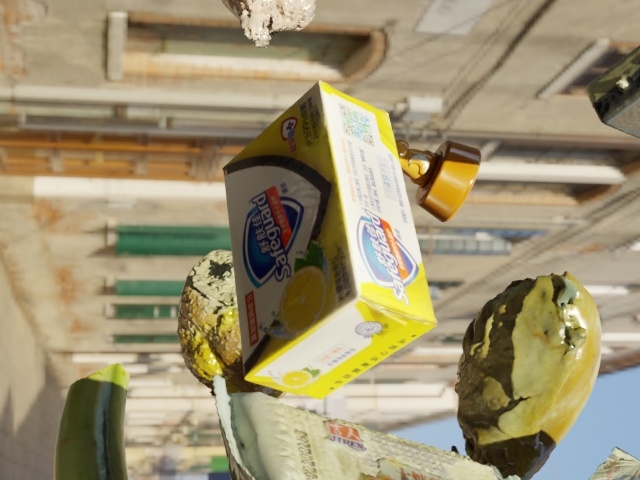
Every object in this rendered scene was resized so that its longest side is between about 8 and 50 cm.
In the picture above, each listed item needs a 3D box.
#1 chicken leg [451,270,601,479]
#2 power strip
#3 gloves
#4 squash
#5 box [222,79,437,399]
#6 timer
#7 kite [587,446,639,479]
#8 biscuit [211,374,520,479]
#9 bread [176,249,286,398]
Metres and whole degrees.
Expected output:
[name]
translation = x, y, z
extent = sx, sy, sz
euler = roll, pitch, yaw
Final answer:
[chicken leg]
translation = 0.220, 0.239, 1.306
extent = 0.201, 0.152, 0.430
euler = 17, -91, 58
[power strip]
translation = 0.456, -0.179, 1.424
extent = 0.105, 0.256, 0.070
euler = -41, -126, 34
[gloves]
translation = -0.027, -0.214, 0.794
extent = 0.144, 0.094, 0.110
euler = -53, -140, 18
[squash]
translation = -0.227, 0.237, 1.105
extent = 0.083, 0.083, 0.250
euler = 102, -18, -45
[box]
translation = 0.000, 0.000, 1.060
extent = 0.168, 0.097, 0.265
euler = -36, -134, 35
[timer]
translation = 0.161, -0.118, 1.751
extent = 0.132, 0.152, 0.132
euler = -63, -172, 15
[kite]
translation = 0.419, 0.418, 1.738
extent = 0.011, 0.314, 0.335
euler = 59, -33, 36
[biscuit]
translation = 0.055, 0.208, 0.838
extent = 0.079, 0.309, 0.186
euler = -62, -161, 22
[bread]
translation = -0.132, 0.142, 1.751
extent = 0.176, 0.195, 0.246
euler = -53, 152, -50
